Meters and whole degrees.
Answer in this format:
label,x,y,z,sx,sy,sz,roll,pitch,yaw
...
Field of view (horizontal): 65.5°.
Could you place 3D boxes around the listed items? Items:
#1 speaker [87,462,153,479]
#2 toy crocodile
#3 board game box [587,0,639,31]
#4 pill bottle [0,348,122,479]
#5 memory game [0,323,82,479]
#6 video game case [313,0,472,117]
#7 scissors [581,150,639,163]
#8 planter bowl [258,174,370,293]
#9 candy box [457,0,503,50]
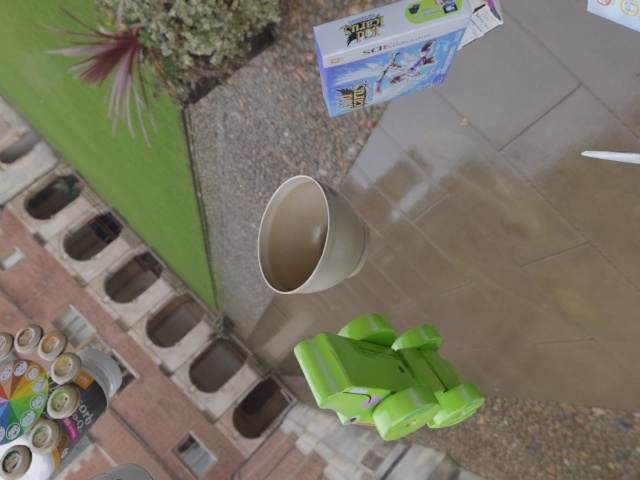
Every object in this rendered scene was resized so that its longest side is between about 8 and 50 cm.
label,x,y,z,sx,sy,sz,roll,pitch,yaw
speaker,-0.161,0.182,0.291,0.055,0.055,0.136,39,-165,20
toy crocodile,0.088,0.163,0.561,0.340,0.105,0.115,22,-151,-51
board game box,0.654,-0.519,0.910,0.302,0.086,0.308,50,179,35
pill bottle,-0.572,0.371,1.091,0.162,0.162,0.278,49,-154,-10
memory game,-0.362,0.184,0.576,0.186,0.186,0.012,36,166,28
video game case,0.120,-0.326,0.902,0.269,0.244,0.061,56,-161,-83
scissors,0.573,-0.129,0.841,0.109,0.021,0.297,46,172,-10
planter bowl,0.000,0.000,0.701,0.109,0.162,0.162,13,-174,-38
candy box,0.257,-0.474,1.060,0.233,0.159,0.071,-22,148,40
